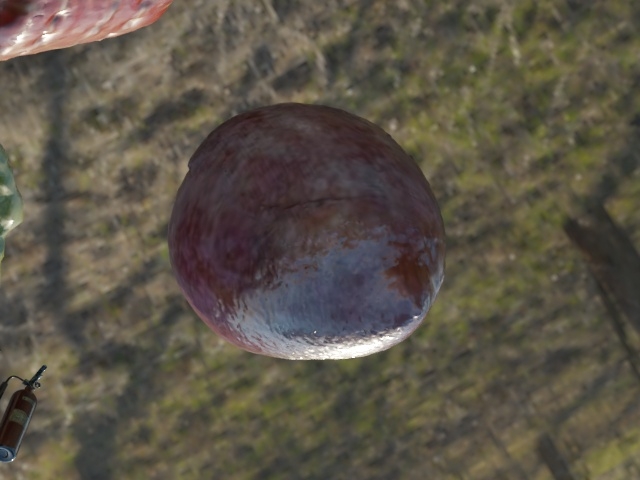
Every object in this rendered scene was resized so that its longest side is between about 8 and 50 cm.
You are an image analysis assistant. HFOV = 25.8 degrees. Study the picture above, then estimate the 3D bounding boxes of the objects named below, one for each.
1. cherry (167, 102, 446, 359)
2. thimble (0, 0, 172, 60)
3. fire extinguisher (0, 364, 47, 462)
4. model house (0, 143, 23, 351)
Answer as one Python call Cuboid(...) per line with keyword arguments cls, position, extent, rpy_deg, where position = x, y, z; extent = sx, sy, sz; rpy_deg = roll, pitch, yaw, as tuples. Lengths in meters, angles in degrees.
Cuboid(cls="cherry", position=(0.000, 0.000, 0.983), extent=(0.192, 0.250, 0.175), rpy_deg=(-5, 115, -29))
Cuboid(cls="thimble", position=(-0.278, -0.346, 1.296), extent=(0.230, 0.350, 0.350), rpy_deg=(-23, 164, -43))
Cuboid(cls="fire extinguisher", position=(-0.280, 0.150, 1.252), extent=(0.046, 0.100, 0.032), rpy_deg=(18, 129, -6))
Cuboid(cls="model house", position=(-0.350, -0.017, 1.073), extent=(0.175, 0.193, 0.234), rpy_deg=(-32, 143, -53))
